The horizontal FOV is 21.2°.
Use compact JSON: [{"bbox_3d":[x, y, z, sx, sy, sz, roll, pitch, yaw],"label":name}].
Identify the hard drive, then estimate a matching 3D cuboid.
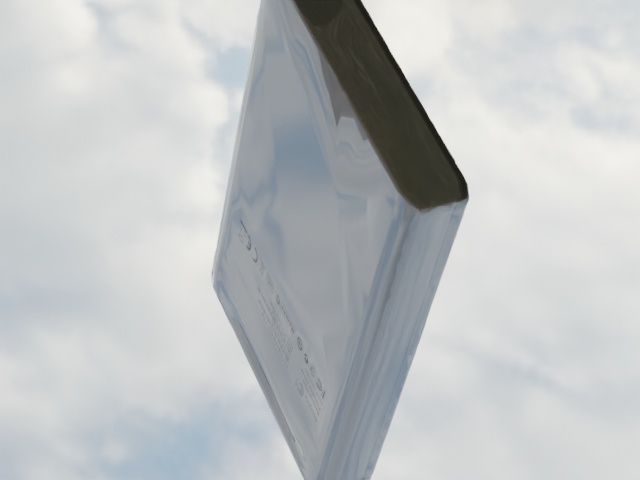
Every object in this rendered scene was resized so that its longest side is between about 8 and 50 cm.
[{"bbox_3d":[0.000,0.000,1.188,0.047,0.353,0.233,-14,-124,-21],"label":"hard drive"}]
